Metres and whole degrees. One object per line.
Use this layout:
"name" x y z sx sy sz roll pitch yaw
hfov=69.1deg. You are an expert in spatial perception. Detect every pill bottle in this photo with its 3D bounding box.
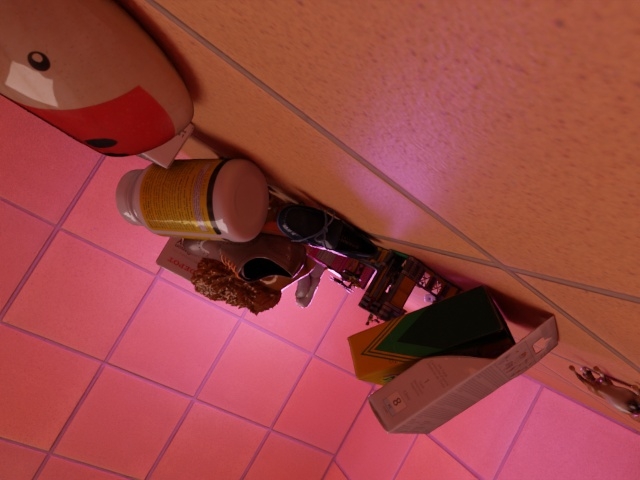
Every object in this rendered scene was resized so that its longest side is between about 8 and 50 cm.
"pill bottle" -0.306 -0.098 1.092 0.334 0.187 0.188 4 164 24

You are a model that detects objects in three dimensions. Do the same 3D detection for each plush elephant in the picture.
"plush elephant" -0.109 0.070 1.810 0.256 0.271 0.330 18 148 -8

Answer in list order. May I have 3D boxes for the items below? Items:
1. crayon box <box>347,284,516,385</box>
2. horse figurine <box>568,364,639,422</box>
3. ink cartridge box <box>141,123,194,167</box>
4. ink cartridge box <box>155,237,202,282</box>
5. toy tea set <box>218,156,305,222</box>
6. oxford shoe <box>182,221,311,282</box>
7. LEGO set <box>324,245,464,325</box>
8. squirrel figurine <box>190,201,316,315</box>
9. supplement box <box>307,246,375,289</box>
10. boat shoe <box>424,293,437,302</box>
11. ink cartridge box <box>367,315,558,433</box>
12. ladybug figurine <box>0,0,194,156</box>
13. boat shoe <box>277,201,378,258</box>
"crayon box" 0.280 0.251 1.090 0.363 0.313 0.106 37 -148 -55
"horse figurine" 0.716 0.368 1.098 0.174 0.066 0.263 40 172 -34
"ink cartridge box" -0.440 -0.276 1.040 0.201 0.117 0.278 34 173 -40
"ink cartridge box" -0.375 -0.017 1.693 0.279 0.384 0.160 31 175 -16
"toy tea set" -0.157 -0.118 1.244 0.336 0.124 0.200 28 -155 -15
"oxford shoe" -0.208 0.027 1.162 0.364 0.132 0.130 0 142 24
"LEGO set" 0.182 0.144 1.205 0.255 0.192 0.331 34 174 -38
"squirrel figurine" -0.251 0.040 1.439 0.371 0.396 0.281 21 -166 -39
"supplement box" 0.054 0.038 1.366 0.220 0.113 0.111 35 174 -29
"boat shoe" 0.379 0.194 1.519 0.035 0.035 0.100 3 179 -17
"ink cartridge box" 0.322 0.280 1.005 0.091 0.385 0.308 57 -170 34
"ladybug figurine" -0.344 -0.233 0.670 0.305 0.161 0.449 30 175 -2
"boat shoe" 0.027 -0.026 1.089 0.259 0.108 0.089 14 176 -29
